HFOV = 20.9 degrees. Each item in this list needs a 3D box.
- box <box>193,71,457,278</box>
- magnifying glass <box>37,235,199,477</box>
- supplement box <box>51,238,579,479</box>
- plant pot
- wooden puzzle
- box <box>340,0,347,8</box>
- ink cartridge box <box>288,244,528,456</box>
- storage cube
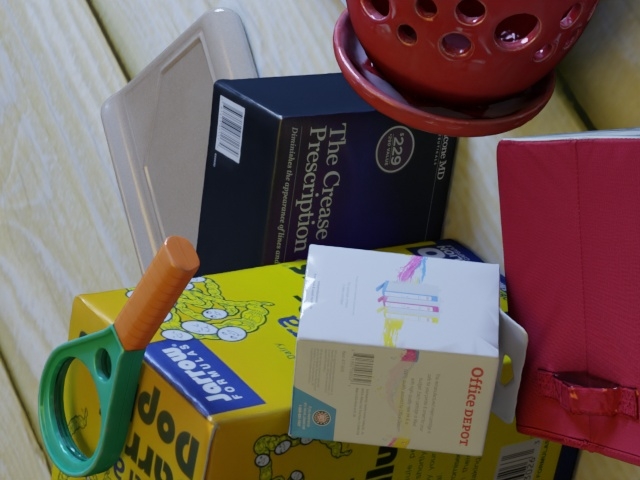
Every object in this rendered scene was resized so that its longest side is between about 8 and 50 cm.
[{"bbox_3d":[0.000,0.000,1.427,0.103,0.184,0.261,31,121,45],"label":"box"},{"bbox_3d":[-0.137,0.077,1.158,0.231,0.026,0.092,-53,54,40],"label":"magnifying glass"},{"bbox_3d":[0.005,0.140,1.298,0.194,0.357,0.195,36,125,45],"label":"supplement box"},{"bbox_3d":[0.106,-0.184,1.246,0.191,0.191,0.174,52,145,35],"label":"plant pot"},{"bbox_3d":[-0.121,-0.084,1.708,0.239,0.044,0.221,-29,72,48],"label":"wooden puzzle"},{"bbox_3d":[0.029,-0.288,1.454,0.186,0.038,0.145,55,137,34],"label":"box"},{"bbox_3d":[0.057,0.071,1.108,0.090,0.143,0.092,-83,-1,-48],"label":"ink cartridge box"},{"bbox_3d":[0.238,0.024,1.072,0.184,0.215,0.193,-174,78,-66],"label":"storage cube"}]
